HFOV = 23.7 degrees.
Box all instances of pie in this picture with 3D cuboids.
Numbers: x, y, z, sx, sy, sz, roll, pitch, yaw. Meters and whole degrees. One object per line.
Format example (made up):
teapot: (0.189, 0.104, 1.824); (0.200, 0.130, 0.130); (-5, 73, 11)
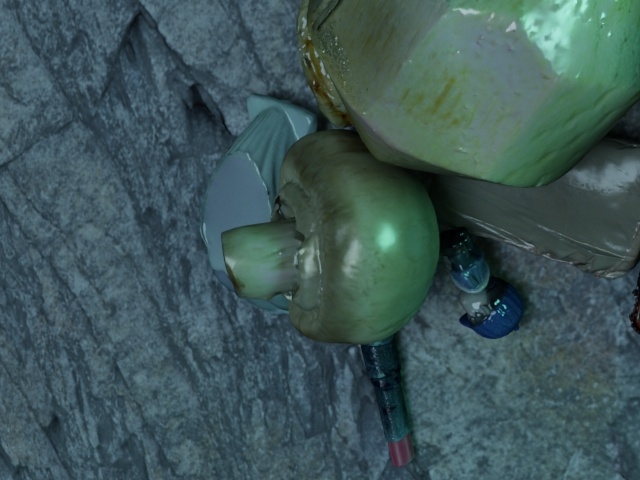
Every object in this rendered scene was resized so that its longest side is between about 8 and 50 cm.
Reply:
pie: (0.021, -0.216, 1.693); (0.084, 0.205, 0.179); (-12, 114, 13)

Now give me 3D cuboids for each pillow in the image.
pillow: (0.240, -0.062, 1.661); (0.270, 0.067, 0.173); (21, 119, 30)

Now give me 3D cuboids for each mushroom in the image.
mushroom: (0.000, 0.000, 1.694); (0.260, 0.234, 0.254); (116, 145, -57)

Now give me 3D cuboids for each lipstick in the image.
lipstick: (0.078, 0.164, 1.855); (0.053, 0.053, 0.234); (-5, 102, 36)

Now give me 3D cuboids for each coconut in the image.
coconut: (0.156, -0.214, 1.528); (0.352, 0.352, 0.352); (11, 110, 33)

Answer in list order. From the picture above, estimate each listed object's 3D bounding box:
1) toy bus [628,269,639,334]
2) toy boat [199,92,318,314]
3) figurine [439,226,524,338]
toy bus: (0.389, 0.006, 1.581); (0.096, 0.073, 0.235); (28, 118, 36)
toy boat: (-0.073, -0.030, 1.875); (0.199, 0.100, 0.290); (19, 116, 29)
figurine: (0.183, 0.047, 1.723); (0.079, 0.077, 0.136); (-9, 119, 18)
